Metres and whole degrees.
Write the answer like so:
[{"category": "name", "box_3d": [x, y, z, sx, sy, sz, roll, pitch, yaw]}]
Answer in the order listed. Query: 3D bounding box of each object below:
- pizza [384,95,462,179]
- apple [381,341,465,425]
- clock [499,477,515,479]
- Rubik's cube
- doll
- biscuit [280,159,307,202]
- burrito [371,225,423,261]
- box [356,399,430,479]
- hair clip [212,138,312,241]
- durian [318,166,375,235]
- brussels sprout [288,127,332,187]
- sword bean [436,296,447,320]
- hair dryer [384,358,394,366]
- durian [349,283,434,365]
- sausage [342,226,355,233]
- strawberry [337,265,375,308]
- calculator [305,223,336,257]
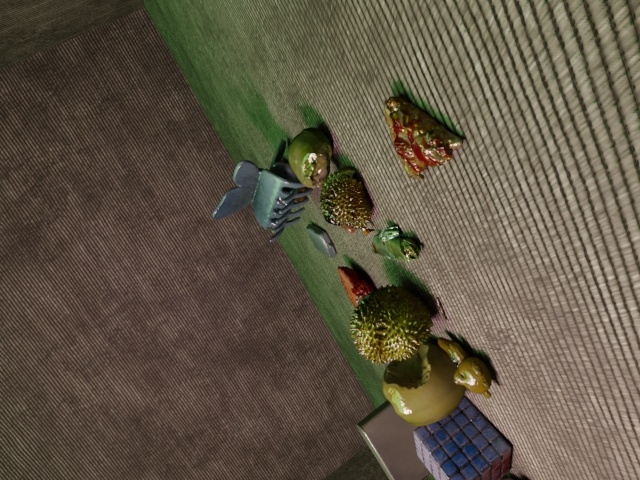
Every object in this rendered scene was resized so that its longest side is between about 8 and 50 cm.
[{"category": "pizza", "box_3d": [0.193, -0.188, 0.843, 0.188, 0.062, 0.199, 62, 166, -25]}, {"category": "apple", "box_3d": [0.344, 0.483, 1.470, 0.279, 0.279, 0.279, 54, 167, 19]}, {"category": "clock", "box_3d": [0.689, 0.965, 1.461, 0.342, 0.184, 0.325, 51, 162, 10]}, {"category": "Rubik's cube", "box_3d": [0.485, 0.724, 1.499, 0.237, 0.238, 0.238, 48, 164, 44]}, {"category": "doll", "box_3d": [0.409, 0.364, 1.266, 0.137, 0.097, 0.209, 58, 174, -24]}, {"category": "biscuit", "box_3d": [-0.135, -0.272, 1.967, 0.290, 0.041, 0.208, 37, 155, 48]}, {"category": "burrito", "box_3d": [0.210, 0.007, 1.279, 0.104, 0.054, 0.288, 63, 169, -11]}, {"category": "box", "box_3d": [0.399, 0.894, 1.993, 0.351, 0.344, 0.177, 57, 165, 10]}, {"category": "hair clip", "box_3d": [-0.188, -0.189, 1.736, 0.238, 0.392, 0.318, 43, 139, 13]}, {"category": "durian", "box_3d": [0.073, -0.099, 1.351, 0.237, 0.138, 0.193, 62, 167, -20]}, {"category": "brussels sprout", "box_3d": [-0.029, -0.262, 1.354, 0.145, 0.131, 0.183, 43, 143, 28]}, {"category": "sword bean", "box_3d": [0.353, 0.201, 1.271, 0.083, 0.012, 0.012, 64, 167, -22]}, {"category": "hair dryer", "box_3d": [0.370, 0.566, 1.814, 0.203, 0.128, 0.361, 29, 150, 59]}, {"category": "durian", "box_3d": [0.218, 0.260, 1.381, 0.224, 0.291, 0.291, 53, 167, 6]}, {"category": "sausage", "box_3d": [0.082, -0.068, 1.626, 0.158, 0.036, 0.041, 40, 146, 57]}, {"category": "strawberry", "box_3d": [0.165, 0.203, 1.824, 0.188, 0.106, 0.286, 79, 169, -47]}, {"category": "calculator", "box_3d": [0.000, 0.000, 2.086, 0.141, 0.045, 0.246, 64, 167, -22]}]
